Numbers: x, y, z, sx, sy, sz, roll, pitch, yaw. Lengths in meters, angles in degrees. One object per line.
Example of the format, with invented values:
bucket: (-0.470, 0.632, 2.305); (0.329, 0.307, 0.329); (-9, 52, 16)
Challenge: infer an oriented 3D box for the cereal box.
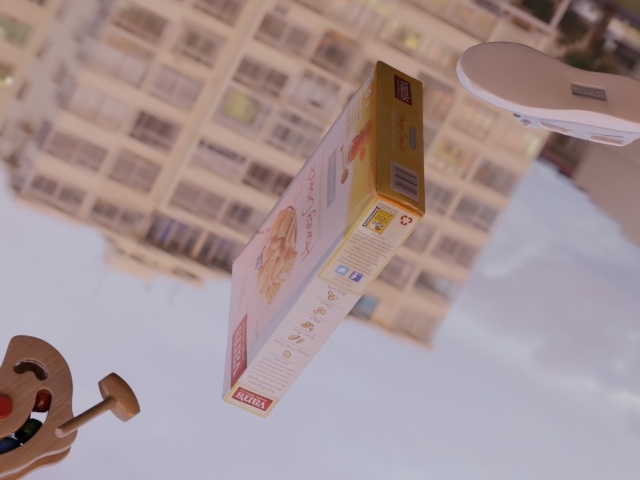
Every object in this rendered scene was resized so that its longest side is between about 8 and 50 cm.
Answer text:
cereal box: (0.000, 0.000, 1.280); (0.047, 0.240, 0.173); (25, -145, -18)

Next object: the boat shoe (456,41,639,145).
boat shoe: (0.196, -0.119, 1.408); (0.184, 0.063, 0.066); (6, -120, -18)

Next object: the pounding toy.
pounding toy: (-0.364, 0.194, 1.992); (0.154, 0.269, 0.155); (61, 156, 13)
